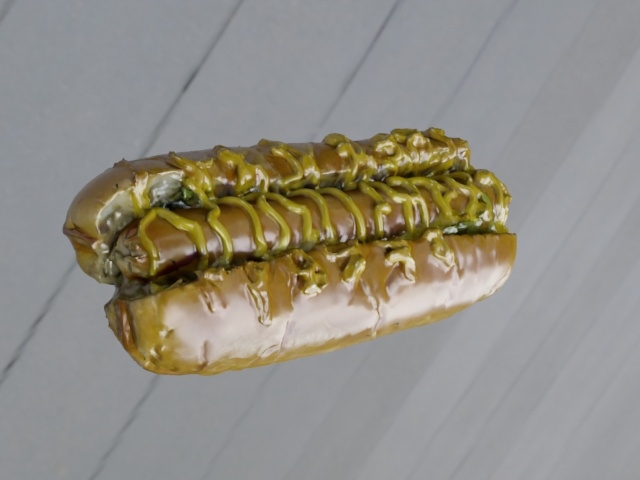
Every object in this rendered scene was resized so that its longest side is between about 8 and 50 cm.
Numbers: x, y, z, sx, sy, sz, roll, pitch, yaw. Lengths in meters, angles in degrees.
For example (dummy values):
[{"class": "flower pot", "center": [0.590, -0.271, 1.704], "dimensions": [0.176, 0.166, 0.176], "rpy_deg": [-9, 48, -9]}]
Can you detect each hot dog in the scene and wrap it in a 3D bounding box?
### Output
[{"class": "hot dog", "center": [0.000, 0.000, 0.429], "dimensions": [0.165, 0.071, 0.045], "rpy_deg": [-10, 148, -40]}]
